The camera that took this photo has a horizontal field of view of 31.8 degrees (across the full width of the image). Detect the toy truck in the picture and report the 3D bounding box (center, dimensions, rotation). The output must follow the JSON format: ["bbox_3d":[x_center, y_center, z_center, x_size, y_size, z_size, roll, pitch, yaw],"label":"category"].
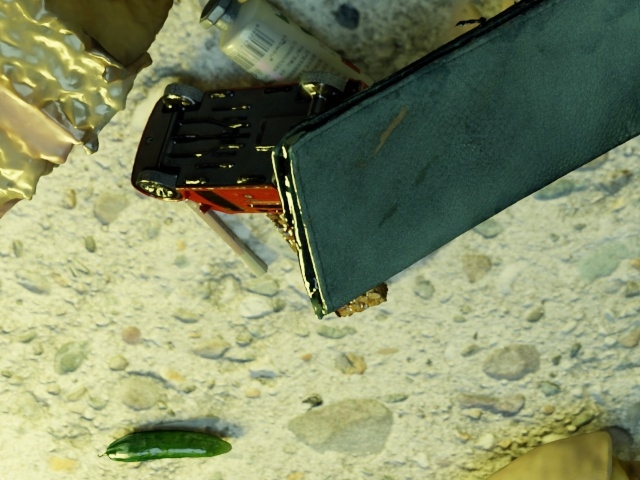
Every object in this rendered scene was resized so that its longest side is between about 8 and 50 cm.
[{"bbox_3d":[-0.054,-0.079,1.036,0.253,0.107,0.114,1,159,38],"label":"toy truck"}]

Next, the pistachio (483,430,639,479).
[{"bbox_3d":[0.256,0.343,1.286,0.187,0.187,0.299,34,117,-17],"label":"pistachio"}]

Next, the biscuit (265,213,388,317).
[{"bbox_3d":[0.000,0.000,1.165,0.064,0.034,0.199,-24,120,21],"label":"biscuit"}]

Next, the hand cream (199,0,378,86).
[{"bbox_3d":[0.008,-0.141,1.058,0.276,0.059,0.095,35,128,-22],"label":"hand cream"}]

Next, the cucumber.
[{"bbox_3d":[-0.191,0.248,1.356,0.168,0.039,0.039,-3,124,5],"label":"cucumber"}]

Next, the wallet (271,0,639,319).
[{"bbox_3d":[0.133,-0.094,0.956,0.379,0.046,0.191,-29,130,-19],"label":"wallet"}]

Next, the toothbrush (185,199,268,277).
[{"bbox_3d":[-0.123,-0.029,1.169,0.014,0.017,0.194,-29,120,29],"label":"toothbrush"}]

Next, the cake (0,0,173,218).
[{"bbox_3d":[-0.282,-0.202,0.898,0.293,0.314,0.307,38,129,-17],"label":"cake"}]
